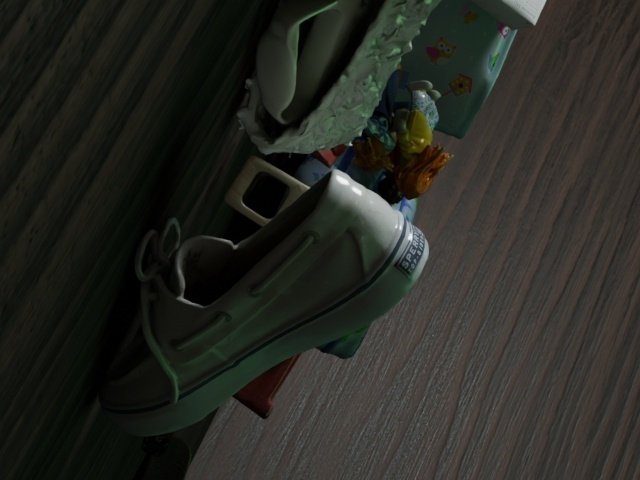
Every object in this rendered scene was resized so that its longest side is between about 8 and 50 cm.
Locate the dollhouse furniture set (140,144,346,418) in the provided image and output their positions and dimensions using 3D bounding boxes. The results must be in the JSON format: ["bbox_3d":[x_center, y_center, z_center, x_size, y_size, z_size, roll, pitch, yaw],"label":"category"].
[{"bbox_3d":[-0.024,-0.007,1.391,0.374,0.152,0.201,-58,177,-5],"label":"dollhouse furniture set"}]

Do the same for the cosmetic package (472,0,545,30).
[{"bbox_3d":[0.192,-0.375,1.693,0.060,0.239,0.099,-1,-120,64],"label":"cosmetic package"}]

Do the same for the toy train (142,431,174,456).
[{"bbox_3d":[-0.218,0.260,1.826,0.158,0.036,0.027,113,4,-54],"label":"toy train"}]

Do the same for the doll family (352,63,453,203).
[{"bbox_3d":[0.083,-0.143,1.629,0.118,0.263,0.163,-10,-123,36],"label":"doll family"}]

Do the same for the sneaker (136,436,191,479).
[{"bbox_3d":[-0.261,0.416,2.006,0.118,0.083,0.222,114,1,-46],"label":"sneaker"}]

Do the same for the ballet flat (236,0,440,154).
[{"bbox_3d":[0.027,-0.218,1.114,0.147,0.147,0.409,-62,176,-47],"label":"ballet flat"}]

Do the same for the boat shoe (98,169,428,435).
[{"bbox_3d":[-0.095,0.043,1.104,0.367,0.156,0.136,-29,-153,38],"label":"boat shoe"}]

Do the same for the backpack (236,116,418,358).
[{"bbox_3d":[0.000,0.000,1.778,0.290,0.273,0.355,-57,169,27],"label":"backpack"}]

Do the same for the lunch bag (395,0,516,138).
[{"bbox_3d":[0.153,-0.295,1.835,0.160,0.223,0.262,-113,-133,-81],"label":"lunch bag"}]
